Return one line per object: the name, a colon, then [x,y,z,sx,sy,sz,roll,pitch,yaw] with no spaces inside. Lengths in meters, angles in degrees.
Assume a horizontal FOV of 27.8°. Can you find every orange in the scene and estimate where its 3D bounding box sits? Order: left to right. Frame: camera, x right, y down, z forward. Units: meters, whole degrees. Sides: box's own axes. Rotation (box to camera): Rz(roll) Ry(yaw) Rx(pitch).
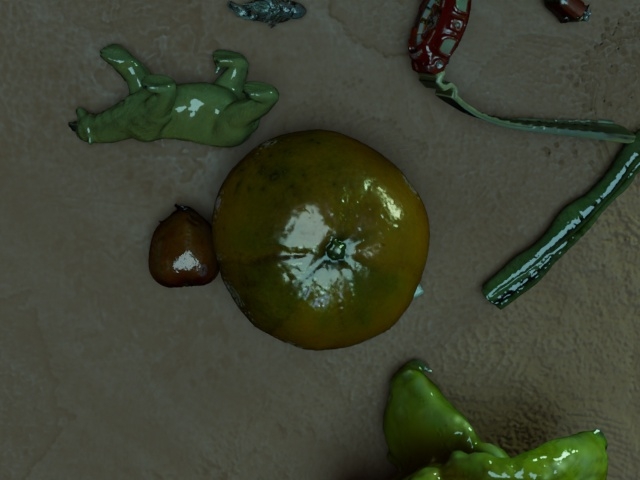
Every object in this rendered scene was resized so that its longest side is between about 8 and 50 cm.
orange: [0.000,0.000,1.372,0.240,0.171,0.240,0,93,-5]

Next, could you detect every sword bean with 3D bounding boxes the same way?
sword bean: [0.287,-0.026,1.468,0.269,0.038,0.043,-47,126,4]

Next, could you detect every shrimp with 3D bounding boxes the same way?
shrimp: [-0.063,-0.252,1.398,0.092,0.029,0.038,21,106,-3]

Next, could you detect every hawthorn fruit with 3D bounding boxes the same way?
hawthorn fruit: [-0.150,0.005,1.413,0.081,0.081,0.093,-5,88,-4]

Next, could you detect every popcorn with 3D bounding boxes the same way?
popcorn: [0.168,0.315,1.401,0.326,0.290,0.321,-28,105,20]

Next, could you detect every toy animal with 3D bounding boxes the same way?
toy animal: [-0.159,-0.142,1.385,0.219,0.103,0.101,1,125,-10]

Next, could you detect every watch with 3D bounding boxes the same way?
watch: [0.229,-0.203,1.408,0.269,0.102,0.164,8,98,-15]

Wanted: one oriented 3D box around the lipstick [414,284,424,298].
lipstick: [0.053,0.078,1.468,0.129,0.030,0.030,-31,102,1]
